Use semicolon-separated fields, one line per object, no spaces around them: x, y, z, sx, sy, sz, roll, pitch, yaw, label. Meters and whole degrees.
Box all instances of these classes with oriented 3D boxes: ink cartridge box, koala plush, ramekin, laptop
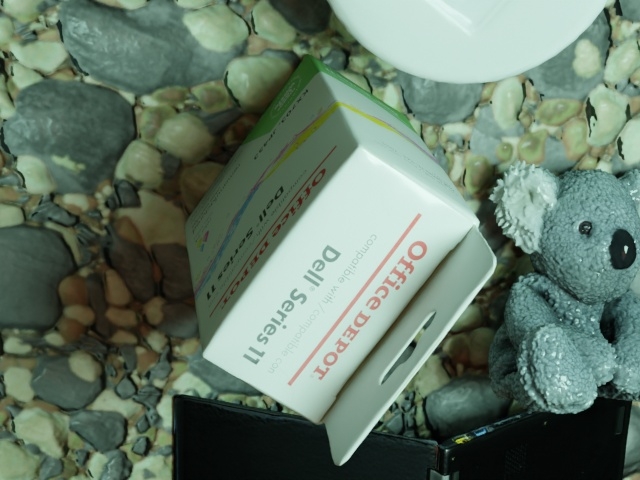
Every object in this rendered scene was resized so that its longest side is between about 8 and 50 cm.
0.000;0.000;1.109;0.119;0.353;0.207;32;103;-19;ink cartridge box
0.240;0.036;1.280;0.196;0.203;0.221;-2;90;-18;koala plush
0.116;-0.261;1.119;0.277;0.135;0.277;0;118;1;ramekin
0.084;0.319;1.430;0.407;0.236;0.382;-14;116;-35;laptop
